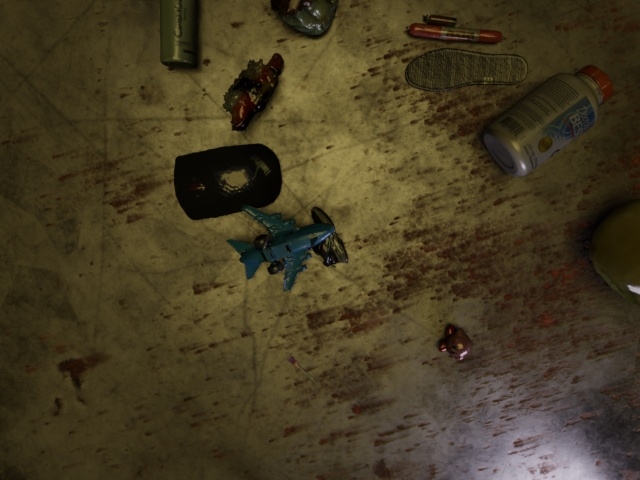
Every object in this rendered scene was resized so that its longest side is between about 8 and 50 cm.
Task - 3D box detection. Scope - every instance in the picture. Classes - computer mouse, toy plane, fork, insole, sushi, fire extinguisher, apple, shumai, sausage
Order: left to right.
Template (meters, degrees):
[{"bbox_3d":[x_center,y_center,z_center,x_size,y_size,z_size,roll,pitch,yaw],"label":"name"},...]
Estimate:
[{"bbox_3d":[-0.232,-0.149,1.278,0.270,0.100,0.170,-11,95,1],"label":"computer mouse"},{"bbox_3d":[-0.169,-0.369,1.255,0.103,0.097,0.226,36,81,-10],"label":"sushi"},{"bbox_3d":[-0.093,0.012,1.267,0.271,0.105,0.254,-16,112,24],"label":"toy plane"},{"bbox_3d":[-0.049,0.354,1.385,0.115,0.012,0.016,44,99,-10],"label":"fork"},{"bbox_3d":[-0.036,-0.597,1.204,0.184,0.142,0.184,0,100,0],"label":"shumai"},{"bbox_3d":[0.296,-0.551,1.272,0.083,0.022,0.028,7,59,-1],"label":"fire extinguisher"},{"bbox_3d":[0.337,-0.516,1.270,0.253,0.034,0.034,4,97,-1],"label":"sausage"},{"bbox_3d":[0.370,-0.430,1.292,0.310,0.012,0.110,2,96,0],"label":"insole"},{"bbox_3d":[0.802,0.031,1.234,0.263,0.262,0.262,0,97,0],"label":"apple"}]

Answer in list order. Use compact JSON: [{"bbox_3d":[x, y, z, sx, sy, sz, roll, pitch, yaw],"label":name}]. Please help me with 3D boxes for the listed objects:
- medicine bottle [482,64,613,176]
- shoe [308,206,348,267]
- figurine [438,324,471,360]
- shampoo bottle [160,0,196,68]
[{"bbox_3d":[0.554,-0.296,1.235,0.289,0.157,0.157,-37,96,4],"label":"medicine bottle"},{"bbox_3d":[0.000,0.000,1.315,0.099,0.071,0.169,-27,97,9],"label":"shoe"},{"bbox_3d":[0.364,0.272,1.348,0.067,0.071,0.083,-1,109,-42],"label":"figurine"},{"bbox_3d":[-0.345,-0.559,1.235,0.085,0.085,0.262,2,96,-1],"label":"shampoo bottle"}]
